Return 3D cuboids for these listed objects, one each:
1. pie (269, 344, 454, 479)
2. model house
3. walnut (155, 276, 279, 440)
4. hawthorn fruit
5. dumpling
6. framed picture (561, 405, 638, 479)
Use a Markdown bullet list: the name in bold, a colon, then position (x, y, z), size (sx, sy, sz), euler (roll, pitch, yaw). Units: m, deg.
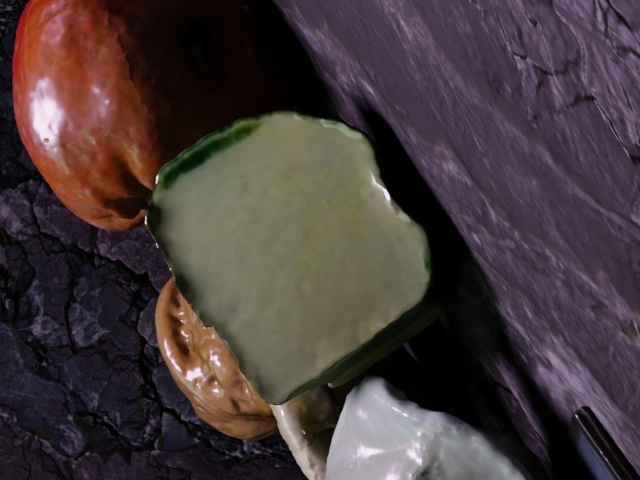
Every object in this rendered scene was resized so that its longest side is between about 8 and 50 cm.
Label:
- **pie**: position (0.030, 0.134, 1.495), size (0.337, 0.075, 0.337), euler (44, -163, -18)
- **model house**: position (0.000, 0.000, 1.317), size (0.214, 0.195, 0.189), euler (53, -168, 14)
- **walnut**: position (-0.096, 0.126, 2.109), size (0.257, 0.257, 0.224), euler (57, 139, 16)
- **hawthorn fruit**: position (-0.152, -0.131, 1.436), size (0.258, 0.258, 0.261), euler (68, 179, -45)
- **dumpling**: position (0.124, 0.256, 1.286), size (0.321, 0.270, 0.211), euler (37, -150, -34)
- **framed picture**: position (0.279, 0.299, 1.178), size (0.347, 0.016, 0.265), euler (56, 172, 23)
